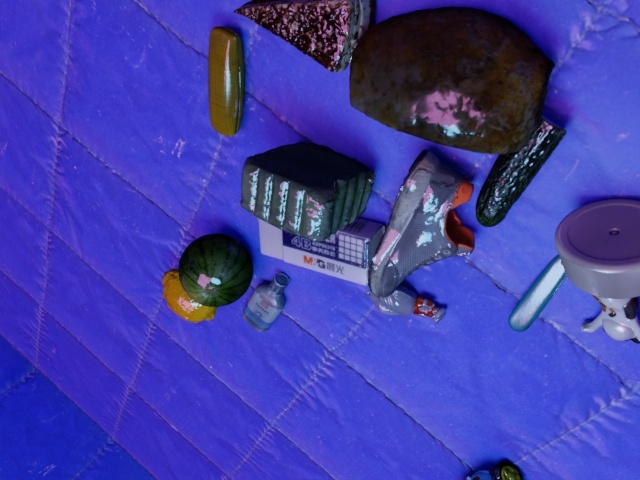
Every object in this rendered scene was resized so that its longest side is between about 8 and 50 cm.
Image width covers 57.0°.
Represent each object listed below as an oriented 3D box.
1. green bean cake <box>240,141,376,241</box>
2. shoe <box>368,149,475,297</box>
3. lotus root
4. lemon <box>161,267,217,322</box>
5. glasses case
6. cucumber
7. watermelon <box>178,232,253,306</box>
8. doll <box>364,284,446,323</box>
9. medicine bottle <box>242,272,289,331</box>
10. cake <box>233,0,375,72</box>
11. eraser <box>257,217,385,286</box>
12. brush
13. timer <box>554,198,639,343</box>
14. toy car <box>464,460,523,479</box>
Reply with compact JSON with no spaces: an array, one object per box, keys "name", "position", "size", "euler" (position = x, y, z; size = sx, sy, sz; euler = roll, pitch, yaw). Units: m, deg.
[{"name":"green bean cake","position":[-0.020,-0.106,1.167],"size":[0.223,0.227,0.124],"euler":[22,125,24]},{"name":"shoe","position":[0.211,-0.004,1.150],"size":[0.171,0.132,0.336],"euler":[23,128,9]},{"name":"lotus root","position":[0.189,-0.260,0.933],"size":[0.314,0.142,0.210],"euler":[19,116,33]},{"name":"lemon","position":[-0.359,0.147,1.638],"size":[0.187,0.142,0.142],"euler":[41,134,2]},{"name":"glasses case","position":[-0.200,-0.333,1.251],"size":[0.079,0.064,0.234],"euler":[26,131,24]},{"name":"cucumber","position":[0.330,-0.116,1.012],"size":[0.074,0.074,0.241],"euler":[34,134,12]},{"name":"watermelon","position":[-0.265,0.069,1.499],"size":[0.188,0.214,0.188],"euler":[-2,118,-5]},{"name":"doll","position":[0.185,0.137,1.292],"size":[0.180,0.079,0.094],"euler":[18,153,9]},{"name":"medicine bottle","position":[-0.140,0.161,1.549],"size":[0.090,0.054,0.208],"euler":[40,134,7]},{"name":"cake","position":[-0.022,-0.416,1.038],"size":[0.246,0.112,0.135],"euler":[36,131,15]},{"name":"eraser","position":[0.000,0.000,1.319],"size":[0.287,0.086,0.130],"euler":[16,126,27]},{"name":"brush","position":[0.421,0.099,1.126],"size":[0.043,0.032,0.193],"euler":[35,122,17]},{"name":"timer","position":[0.498,0.084,0.989],"size":[0.175,0.175,0.266],"euler":[5,134,33]},{"name":"toy car","position":[0.457,0.681,1.401],"size":[0.314,0.166,0.198],"euler":[39,138,6]}]
